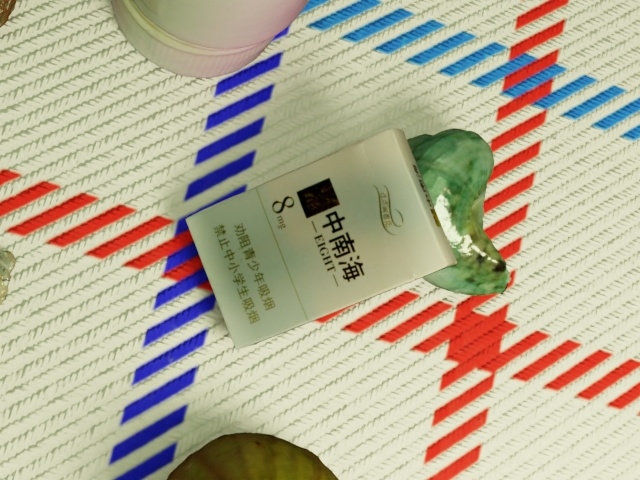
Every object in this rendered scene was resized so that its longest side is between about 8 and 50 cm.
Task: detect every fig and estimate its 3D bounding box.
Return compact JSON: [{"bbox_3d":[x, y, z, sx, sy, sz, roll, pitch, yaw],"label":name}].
[{"bbox_3d":[-0.053,0.272,0.984,0.217,0.321,0.216,3,74,-12],"label":"fig"}]

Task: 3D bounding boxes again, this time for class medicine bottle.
[{"bbox_3d":[-0.089,-0.312,1.057,0.219,0.388,0.219,3,77,-14],"label":"medicine bottle"}]

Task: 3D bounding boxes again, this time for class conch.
[{"bbox_3d":[0.141,-0.036,1.206,0.176,0.122,0.188,27,57,-55],"label":"conch"}]

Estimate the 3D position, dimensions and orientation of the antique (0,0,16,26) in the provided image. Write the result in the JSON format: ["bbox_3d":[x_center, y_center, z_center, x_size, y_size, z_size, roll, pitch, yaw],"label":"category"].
[{"bbox_3d":[-0.361,-0.260,1.122,0.104,0.104,0.104,3,78,-15],"label":"antique"}]

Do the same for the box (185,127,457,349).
[{"bbox_3d":[0.000,0.000,1.126,0.243,0.067,0.155,-22,87,15],"label":"box"}]

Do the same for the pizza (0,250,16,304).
[{"bbox_3d":[-0.556,0.098,1.004,0.435,0.080,0.391,22,74,-9],"label":"pizza"}]
